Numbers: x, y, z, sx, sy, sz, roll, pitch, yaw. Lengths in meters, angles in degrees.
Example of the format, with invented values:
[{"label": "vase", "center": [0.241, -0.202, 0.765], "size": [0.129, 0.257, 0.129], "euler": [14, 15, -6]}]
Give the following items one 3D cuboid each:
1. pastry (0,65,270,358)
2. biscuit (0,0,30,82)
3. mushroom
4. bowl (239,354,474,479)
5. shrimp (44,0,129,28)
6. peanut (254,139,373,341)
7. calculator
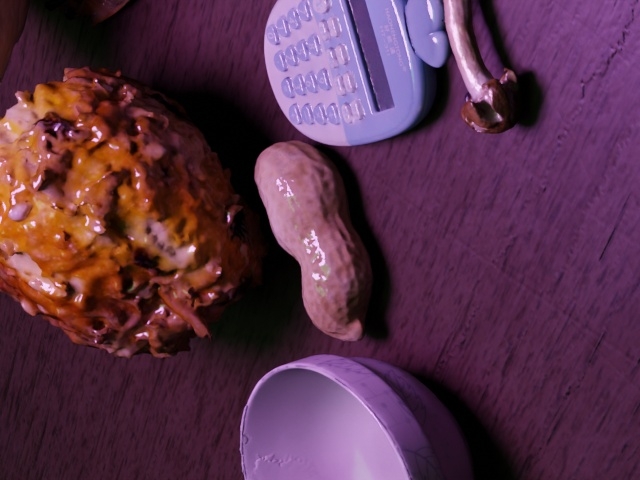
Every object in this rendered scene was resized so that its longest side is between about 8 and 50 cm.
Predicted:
[{"label": "pastry", "center": [-0.230, -0.026, 2.112], "size": [0.337, 0.292, 0.405], "euler": [45, 167, -6]}, {"label": "biscuit", "center": [-0.364, -0.370, 2.154], "size": [0.429, 0.104, 0.446], "euler": [-86, 8, -66]}, {"label": "mushroom", "center": [0.145, -0.191, 1.777], "size": [0.061, 0.060, 0.187], "euler": [156, 99, -84]}, {"label": "bowl", "center": [0.057, 0.246, 1.991], "size": [0.287, 0.143, 0.287], "euler": [23, 121, 44]}, {"label": "shrimp", "center": [-0.253, -0.352, 2.213], "size": [0.253, 0.058, 0.173], "euler": [-21, 79, 49]}, {"label": "peanut", "center": [-0.001, 0.001, 2.014], "size": [0.104, 0.085, 0.228], "euler": [-28, 83, 61]}, {"label": "calculator", "center": [0.037, -0.192, 1.923], "size": [0.302, 0.042, 0.188], "euler": [-11, 94, 53]}]
